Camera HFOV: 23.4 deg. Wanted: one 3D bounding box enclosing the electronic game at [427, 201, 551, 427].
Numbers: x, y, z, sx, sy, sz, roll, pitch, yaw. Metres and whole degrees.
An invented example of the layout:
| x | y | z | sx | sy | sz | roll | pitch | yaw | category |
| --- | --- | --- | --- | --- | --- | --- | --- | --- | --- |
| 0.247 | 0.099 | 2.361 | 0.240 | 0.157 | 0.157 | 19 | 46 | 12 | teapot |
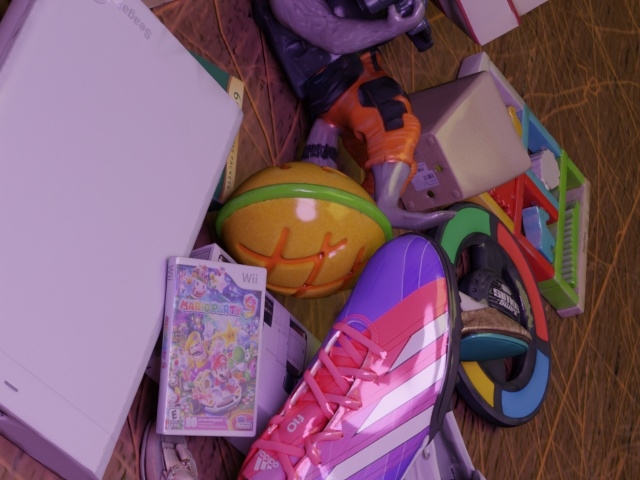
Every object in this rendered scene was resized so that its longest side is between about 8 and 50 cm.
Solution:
| x | y | z | sx | sy | sz | roll | pitch | yaw | category |
| --- | --- | --- | --- | --- | --- | --- | --- | --- | --- |
| 0.168 | 0.072 | 1.534 | 0.229 | 0.048 | 0.229 | 31 | 50 | -46 | electronic game |

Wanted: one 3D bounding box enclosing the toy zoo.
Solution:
| x | y | z | sx | sy | sz | roll | pitch | yaw | category |
| --- | --- | --- | --- | --- | --- | --- | --- | --- | --- |
| 0.211 | -0.072 | 1.688 | 0.293 | 0.030 | 0.192 | 44 | 42 | -37 | toy zoo |

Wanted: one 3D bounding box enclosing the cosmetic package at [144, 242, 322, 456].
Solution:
| x | y | z | sx | sy | sz | roll | pitch | yaw | category |
| --- | --- | --- | --- | --- | --- | --- | --- | --- | --- |
| -0.036 | 0.113 | 1.189 | 0.239 | 0.060 | 0.099 | 45 | 42 | -36 | cosmetic package |

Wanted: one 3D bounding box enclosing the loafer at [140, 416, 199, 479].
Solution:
| x | y | z | sx | sy | sz | roll | pitch | yaw | category |
| --- | --- | --- | --- | --- | --- | --- | --- | --- | --- |
| -0.098 | 0.182 | 1.079 | 0.045 | 0.039 | 0.125 | 25 | 55 | -49 | loafer |

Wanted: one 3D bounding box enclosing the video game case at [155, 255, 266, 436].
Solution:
| x | y | z | sx | sy | sz | roll | pitch | yaw | category |
| --- | --- | --- | --- | --- | --- | --- | --- | --- | --- |
| -0.075 | 0.076 | 1.083 | 0.087 | 0.011 | 0.122 | 9 | 83 | -45 | video game case |

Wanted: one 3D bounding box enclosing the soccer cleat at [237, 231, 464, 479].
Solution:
| x | y | z | sx | sy | sz | roll | pitch | yaw | category |
| --- | --- | --- | --- | --- | --- | --- | --- | --- | --- |
| 0.008 | 0.141 | 1.104 | 0.116 | 0.108 | 0.318 | 17 | 93 | -36 | soccer cleat |

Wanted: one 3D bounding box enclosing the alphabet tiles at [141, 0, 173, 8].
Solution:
| x | y | z | sx | sy | sz | roll | pitch | yaw | category |
| --- | --- | --- | --- | --- | --- | --- | --- | --- | --- |
| -0.206 | -0.306 | 1.186 | 0.342 | 0.011 | 0.285 | -30 | 101 | -58 | alphabet tiles |

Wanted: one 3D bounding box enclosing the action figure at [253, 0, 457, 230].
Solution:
| x | y | z | sx | sy | sz | roll | pitch | yaw | category |
| --- | --- | --- | --- | --- | --- | --- | --- | --- | --- |
| 0.014 | -0.150 | 1.300 | 0.341 | 0.178 | 0.330 | 40 | 32 | -77 | action figure |

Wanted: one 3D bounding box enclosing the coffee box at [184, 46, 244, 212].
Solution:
| x | y | z | sx | sy | sz | roll | pitch | yaw | category |
| --- | --- | --- | --- | --- | --- | --- | --- | --- | --- |
| -0.131 | -0.101 | 1.157 | 0.184 | 0.040 | 0.113 | 29 | 59 | -48 | coffee box |

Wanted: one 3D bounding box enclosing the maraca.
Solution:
| x | y | z | sx | sy | sz | roll | pitch | yaw | category |
| --- | --- | --- | --- | --- | --- | --- | --- | --- | --- |
| 0.000 | 0.000 | 1.198 | 0.186 | 0.127 | 0.099 | 30 | 53 | -46 | maraca |

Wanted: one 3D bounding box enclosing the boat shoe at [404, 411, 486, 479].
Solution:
| x | y | z | sx | sy | sz | roll | pitch | yaw | category |
| --- | --- | --- | --- | --- | --- | --- | --- | --- | --- |
| 0.108 | 0.224 | 1.340 | 0.226 | 0.076 | 0.083 | 64 | 33 | -12 | boat shoe |

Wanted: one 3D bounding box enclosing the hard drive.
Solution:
| x | y | z | sx | sy | sz | roll | pitch | yaw | category |
| --- | --- | --- | --- | --- | --- | --- | --- | --- | --- |
| -0.166 | -0.023 | 1.028 | 0.203 | 0.040 | 0.307 | 46 | 50 | -38 | hard drive |

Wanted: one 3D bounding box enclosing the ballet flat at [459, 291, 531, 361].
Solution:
| x | y | z | sx | sy | sz | roll | pitch | yaw | category |
| --- | --- | --- | --- | --- | --- | --- | --- | --- | --- |
| 0.107 | 0.074 | 1.387 | 0.206 | 0.073 | 0.067 | 2 | 63 | -41 | ballet flat |

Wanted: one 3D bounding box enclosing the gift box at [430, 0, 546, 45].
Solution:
| x | y | z | sx | sy | sz | roll | pitch | yaw | category |
| --- | --- | --- | --- | --- | --- | --- | --- | --- | --- |
| 0.141 | -0.373 | 1.469 | 0.276 | 0.258 | 0.255 | 59 | 0 | -26 | gift box |

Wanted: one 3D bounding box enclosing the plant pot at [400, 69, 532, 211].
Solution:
| x | y | z | sx | sy | sz | roll | pitch | yaw | category |
| --- | --- | --- | --- | --- | --- | --- | --- | --- | --- |
| 0.120 | -0.086 | 1.494 | 0.096 | 0.109 | 0.109 | -40 | 109 | -44 | plant pot |
